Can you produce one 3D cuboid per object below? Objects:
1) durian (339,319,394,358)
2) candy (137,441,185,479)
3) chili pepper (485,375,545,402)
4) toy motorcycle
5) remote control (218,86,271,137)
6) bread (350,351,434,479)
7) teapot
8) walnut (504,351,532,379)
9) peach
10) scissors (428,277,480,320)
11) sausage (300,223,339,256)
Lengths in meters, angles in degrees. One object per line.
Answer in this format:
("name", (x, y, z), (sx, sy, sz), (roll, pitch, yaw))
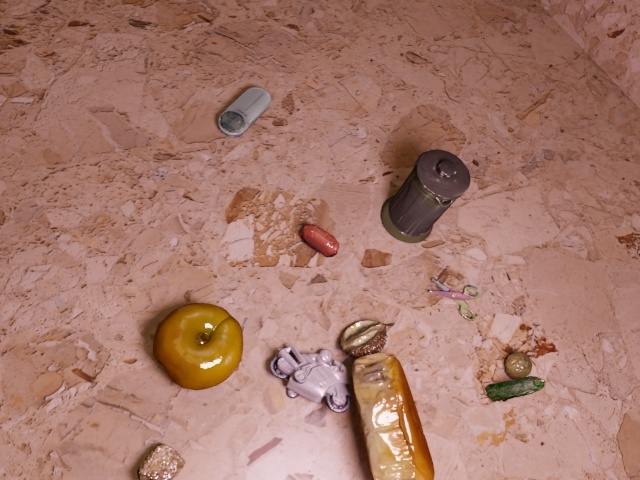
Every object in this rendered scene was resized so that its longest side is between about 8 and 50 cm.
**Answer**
("durian", (0.150, 0.309, 1.574), (0.188, 0.148, 0.091), (-30, 110, -13))
("candy", (-0.409, 0.582, 1.320), (0.095, 0.085, 0.110), (37, 58, -7))
("chili pepper", (0.602, 0.447, 1.564), (0.088, 0.227, 0.059), (3, 65, -18))
("toy motorcycle", (-0.014, 0.388, 1.509), (0.260, 0.110, 0.171), (28, 45, 8))
("remote control", (-0.273, -0.463, 1.862), (0.104, 0.052, 0.247), (36, 62, 5))
("bread", (0.200, 0.511, 1.441), (0.183, 0.236, 0.389), (-11, 78, -1))
("teapot", (0.353, -0.175, 1.730), (0.200, 0.337, 0.271), (10, 62, -10))
("walnut", (0.646, 0.408, 1.679), (0.092, 0.092, 0.092), (6, 64, -12))
("peach", (-0.336, 0.290, 1.444), (0.251, 0.153, 0.251), (16, 51, -21))
("scissors", (0.458, 0.188, 1.765), (0.187, 0.020, 0.134), (24, 59, -5))
("sausage", (0.000, 0.000, 1.703), (0.141, 0.076, 0.076), (34, 62, 4))
